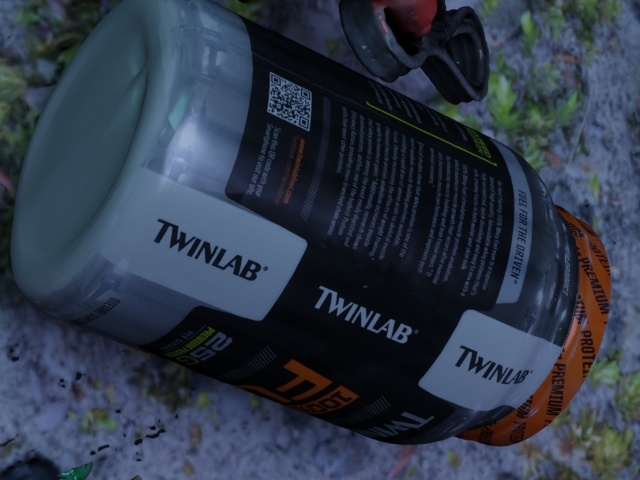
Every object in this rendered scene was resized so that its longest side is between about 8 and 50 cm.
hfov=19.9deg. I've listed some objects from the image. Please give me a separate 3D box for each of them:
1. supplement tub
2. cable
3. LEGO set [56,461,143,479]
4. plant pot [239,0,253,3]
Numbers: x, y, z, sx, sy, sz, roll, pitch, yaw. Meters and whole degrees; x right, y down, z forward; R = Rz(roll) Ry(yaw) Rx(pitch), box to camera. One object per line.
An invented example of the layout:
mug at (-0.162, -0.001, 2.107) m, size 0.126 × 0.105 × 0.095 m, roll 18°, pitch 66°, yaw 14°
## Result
supplement tub at (0.000, 0.000, 1.115) m, size 0.338 × 0.207 × 0.207 m, roll 23°, pitch 74°, yaw -27°
cable at (0.076, -0.140, 1.159) m, size 0.287 × 0.072 × 0.139 m, roll 39°, pitch 41°, yaw -59°
LEGO set at (-0.099, 0.302, 1.037) m, size 0.255 × 0.192 × 0.331 m, roll -33°, pitch 103°, yaw -29°
plant pot at (-0.098, -0.383, 1.031) m, size 0.353 × 0.366 × 0.366 m, roll 30°, pitch 71°, yaw -14°
